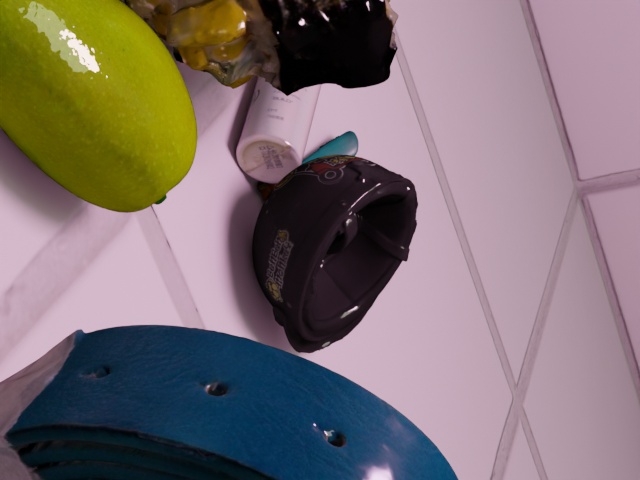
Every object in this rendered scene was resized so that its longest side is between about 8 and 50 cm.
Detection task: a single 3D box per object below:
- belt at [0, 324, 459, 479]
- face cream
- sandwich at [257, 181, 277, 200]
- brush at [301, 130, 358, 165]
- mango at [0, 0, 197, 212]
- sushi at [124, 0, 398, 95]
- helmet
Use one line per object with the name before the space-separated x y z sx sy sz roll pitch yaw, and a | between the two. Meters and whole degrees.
belt | -0.096 0.233 1.117 0.173 0.436 0.300 -67 166 -54
face cream | -0.044 -0.216 1.832 0.092 0.092 0.311 58 32 -39
sandwich | -0.053 -0.058 1.823 0.069 0.026 0.101 -73 144 -49
brush | 0.001 -0.121 1.975 0.193 0.032 0.043 -35 117 -51
mango | -0.245 -0.167 1.284 0.343 0.156 0.192 50 36 -46
sushi | -0.088 -0.303 1.541 0.328 0.285 0.329 -120 -173 -72
helmet | 0.000 0.000 1.731 0.230 0.160 0.279 -25 146 -46
